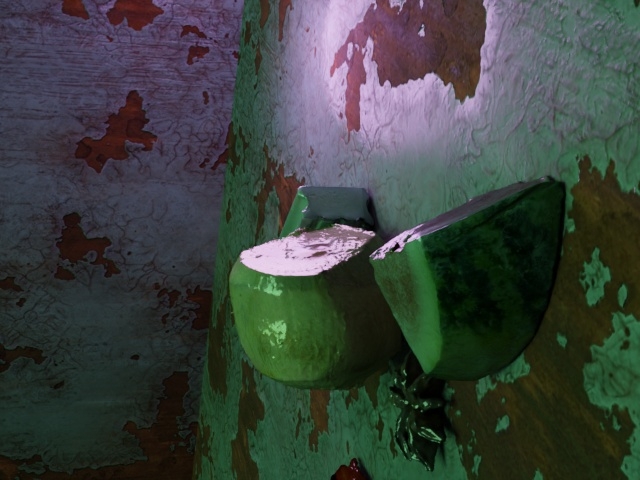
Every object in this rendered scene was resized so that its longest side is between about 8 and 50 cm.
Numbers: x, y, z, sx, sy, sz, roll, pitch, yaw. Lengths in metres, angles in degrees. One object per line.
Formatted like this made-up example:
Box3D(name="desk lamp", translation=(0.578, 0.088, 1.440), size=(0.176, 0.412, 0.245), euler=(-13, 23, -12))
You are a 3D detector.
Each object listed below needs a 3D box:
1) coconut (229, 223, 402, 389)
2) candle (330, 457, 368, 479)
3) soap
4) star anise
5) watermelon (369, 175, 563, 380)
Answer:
Box3D(name="coconut", translation=(-0.003, 0.127, 1.500), size=(0.297, 0.297, 0.255), euler=(-135, 32, -65))
Box3D(name="candle", translation=(0.072, 0.494, 1.604), size=(0.302, 0.059, 0.084), euler=(-126, 42, -72))
Box3D(name="soap", translation=(0.000, 0.000, 1.706), size=(0.261, 0.150, 0.094), euler=(116, 154, -52))
Box3D(name="star anise", translation=(0.150, 0.260, 1.385), size=(0.195, 0.065, 0.183), euler=(-158, 71, -75))
Box3D(name="watermelon", translation=(0.202, 0.037, 1.154), size=(0.232, 0.193, 0.310), euler=(47, 151, 37))
